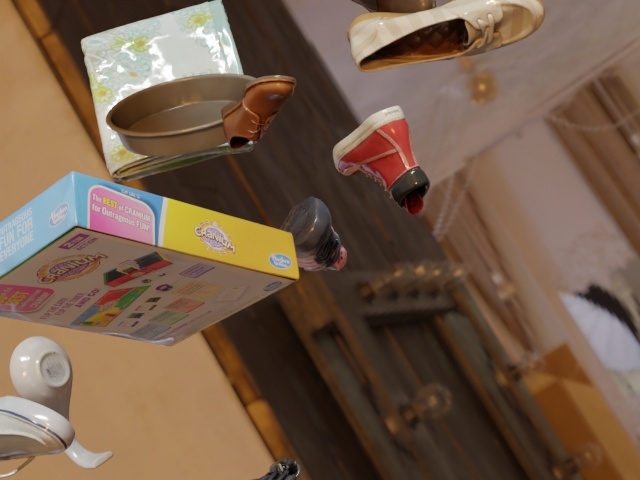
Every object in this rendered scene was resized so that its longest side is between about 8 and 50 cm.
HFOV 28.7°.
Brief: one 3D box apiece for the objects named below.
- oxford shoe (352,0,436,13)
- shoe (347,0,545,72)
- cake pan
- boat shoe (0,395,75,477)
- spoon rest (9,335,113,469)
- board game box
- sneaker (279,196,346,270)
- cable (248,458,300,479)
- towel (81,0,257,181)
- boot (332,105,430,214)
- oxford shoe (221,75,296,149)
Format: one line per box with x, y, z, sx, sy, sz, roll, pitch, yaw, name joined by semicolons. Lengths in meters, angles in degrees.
0.089;-0.427;2.151;0.096;0.227;0.083;-17;-52;-66;oxford shoe
0.138;-0.223;1.372;0.219;0.058;0.077;-8;-48;8;shoe
-0.238;-0.226;2.257;0.293;0.054;0.293;-9;26;4;cake pan
-0.595;0.357;2.144;0.367;0.136;0.156;1;47;27;boat shoe
-0.499;0.311;2.383;0.084;0.276;0.137;-27;2;39;spoon rest
-0.220;0.033;1.430;0.242;0.064;0.316;-28;-30;36;board game box
0.000;0.000;2.228;0.112;0.131;0.319;-60;7;-5;sneaker
-0.111;0.394;1.906;0.150;0.047;0.184;-32;-2;-34;cable
-0.316;-0.314;2.606;0.320;0.375;0.090;-14;-28;-3;towel
0.107;-0.111;2.183;0.088;0.176;0.244;-20;-7;-22;boot
-0.092;-0.198;1.953;0.076;0.076;0.212;4;-18;-24;oxford shoe
